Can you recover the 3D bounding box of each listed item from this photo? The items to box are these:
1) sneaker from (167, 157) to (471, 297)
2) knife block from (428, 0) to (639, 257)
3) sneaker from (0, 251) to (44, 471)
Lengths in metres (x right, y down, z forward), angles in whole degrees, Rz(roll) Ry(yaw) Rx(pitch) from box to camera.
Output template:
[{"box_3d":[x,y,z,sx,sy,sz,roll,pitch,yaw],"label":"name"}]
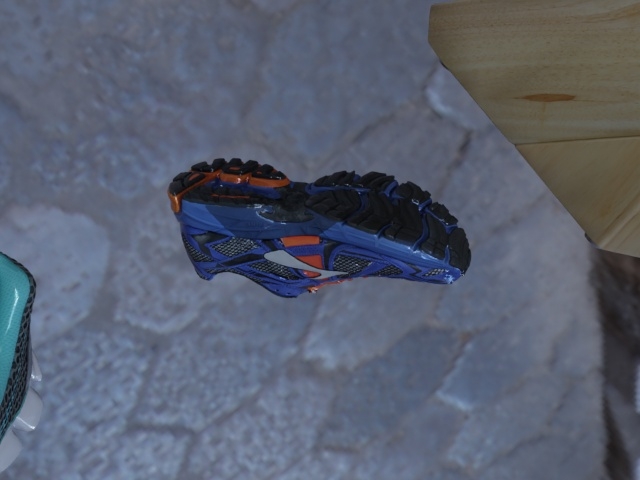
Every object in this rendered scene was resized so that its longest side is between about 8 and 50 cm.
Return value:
[{"box_3d":[0.000,0.000,1.058,0.083,0.221,0.087,-58,154,-52],"label":"sneaker"},{"box_3d":[0.220,-0.117,0.840,0.088,0.275,0.242,11,126,-48],"label":"knife block"},{"box_3d":[-0.120,0.063,0.374,0.076,0.065,0.166,117,-3,-48],"label":"sneaker"}]
